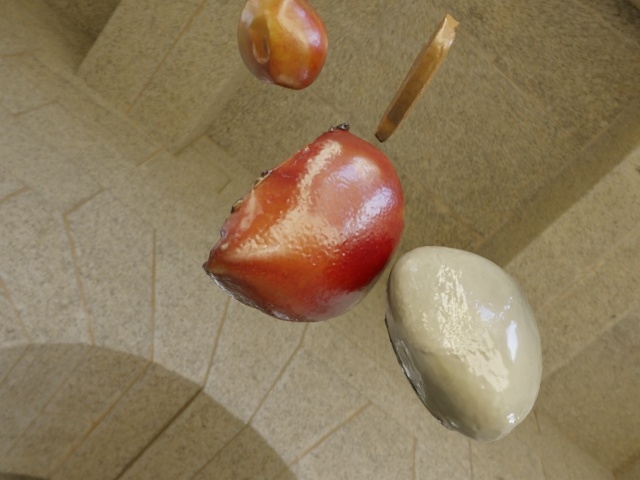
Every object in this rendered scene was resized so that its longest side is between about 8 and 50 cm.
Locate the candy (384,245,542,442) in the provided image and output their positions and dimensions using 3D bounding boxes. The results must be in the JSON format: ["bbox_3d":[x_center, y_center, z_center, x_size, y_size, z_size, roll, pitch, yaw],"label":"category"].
[{"bbox_3d":[0.201,0.125,0.923,0.185,0.295,0.295,-33,-76,15],"label":"candy"}]

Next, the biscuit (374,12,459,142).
[{"bbox_3d":[0.102,-0.168,0.687,0.023,0.118,0.140,30,-47,-3],"label":"biscuit"}]

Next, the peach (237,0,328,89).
[{"bbox_3d":[-0.039,-0.210,0.692,0.100,0.101,0.101,3,-68,8],"label":"peach"}]

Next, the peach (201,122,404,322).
[{"bbox_3d":[0.000,0.000,0.967,0.201,0.361,0.258,39,-51,10],"label":"peach"}]
